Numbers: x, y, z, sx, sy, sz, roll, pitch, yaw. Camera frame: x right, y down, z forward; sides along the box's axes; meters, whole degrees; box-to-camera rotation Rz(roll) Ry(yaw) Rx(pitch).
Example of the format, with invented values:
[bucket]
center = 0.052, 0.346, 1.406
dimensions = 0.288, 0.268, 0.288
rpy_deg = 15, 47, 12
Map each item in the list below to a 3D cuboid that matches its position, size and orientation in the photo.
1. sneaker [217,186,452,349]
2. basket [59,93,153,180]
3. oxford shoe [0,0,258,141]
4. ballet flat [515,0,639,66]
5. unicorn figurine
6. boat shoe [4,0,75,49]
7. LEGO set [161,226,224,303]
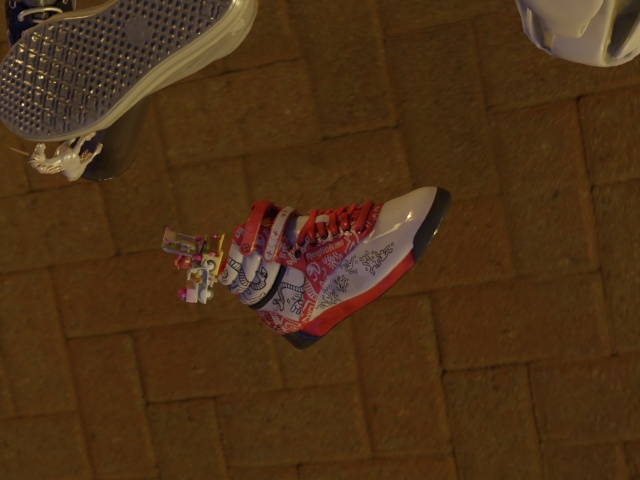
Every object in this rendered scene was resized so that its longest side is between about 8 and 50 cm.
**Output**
[sneaker]
center = -0.001, 0.001, 0.965
dimensions = 0.145, 0.090, 0.270
rpy_deg = 39, 132, -9
[basket]
center = -0.411, -0.261, 1.890
dimensions = 0.154, 0.204, 0.227
rpy_deg = 24, 137, -10
[oxford shoe]
center = -0.259, -0.255, 1.291
dimensions = 0.449, 0.130, 0.169
rpy_deg = -24, 90, 26
[ballet flat]
center = 0.163, -0.179, 0.589
dimensions = 0.139, 0.400, 0.139
rpy_deg = -2, 84, 21
[unicorn figurine]
center = -0.414, -0.140, 1.569
dimensions = 0.060, 0.162, 0.111
rpy_deg = 31, 75, 24
[boat shoe]
center = -0.459, -0.352, 1.607
dimensions = 0.127, 0.158, 0.340
rpy_deg = -11, 141, -17
[LEGO set]
center = -0.246, 0.037, 1.767
dimensions = 0.107, 0.287, 0.132
rpy_deg = 14, 88, -10
